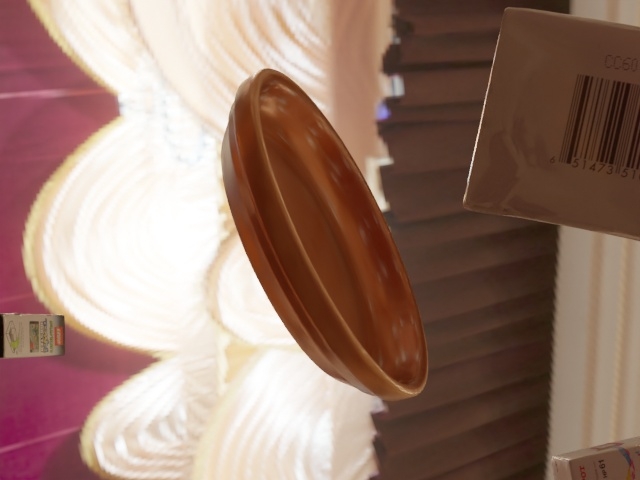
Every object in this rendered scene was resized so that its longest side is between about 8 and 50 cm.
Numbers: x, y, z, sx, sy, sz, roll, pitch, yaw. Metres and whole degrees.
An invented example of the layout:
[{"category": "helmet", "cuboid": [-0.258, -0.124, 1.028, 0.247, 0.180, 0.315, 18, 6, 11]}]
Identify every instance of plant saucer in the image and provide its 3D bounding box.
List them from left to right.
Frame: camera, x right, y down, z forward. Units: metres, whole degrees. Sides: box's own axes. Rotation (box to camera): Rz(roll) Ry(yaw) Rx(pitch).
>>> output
[{"category": "plant saucer", "cuboid": [0.000, 0.000, 0.689, 0.037, 0.200, 0.200, -26, -103, 15]}]

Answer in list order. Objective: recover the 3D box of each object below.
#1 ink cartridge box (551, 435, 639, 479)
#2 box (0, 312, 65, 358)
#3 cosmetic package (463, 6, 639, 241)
[{"category": "ink cartridge box", "cuboid": [0.316, 0.261, 1.304, 0.052, 0.122, 0.088, 157, -78, -79]}, {"category": "box", "cuboid": [-0.331, 0.081, 1.022, 0.207, 0.114, 0.036, -3, -95, 14]}, {"category": "cosmetic package", "cuboid": [0.260, -0.082, 1.026, 0.217, 0.385, 0.156, 13, -85, 16]}]
